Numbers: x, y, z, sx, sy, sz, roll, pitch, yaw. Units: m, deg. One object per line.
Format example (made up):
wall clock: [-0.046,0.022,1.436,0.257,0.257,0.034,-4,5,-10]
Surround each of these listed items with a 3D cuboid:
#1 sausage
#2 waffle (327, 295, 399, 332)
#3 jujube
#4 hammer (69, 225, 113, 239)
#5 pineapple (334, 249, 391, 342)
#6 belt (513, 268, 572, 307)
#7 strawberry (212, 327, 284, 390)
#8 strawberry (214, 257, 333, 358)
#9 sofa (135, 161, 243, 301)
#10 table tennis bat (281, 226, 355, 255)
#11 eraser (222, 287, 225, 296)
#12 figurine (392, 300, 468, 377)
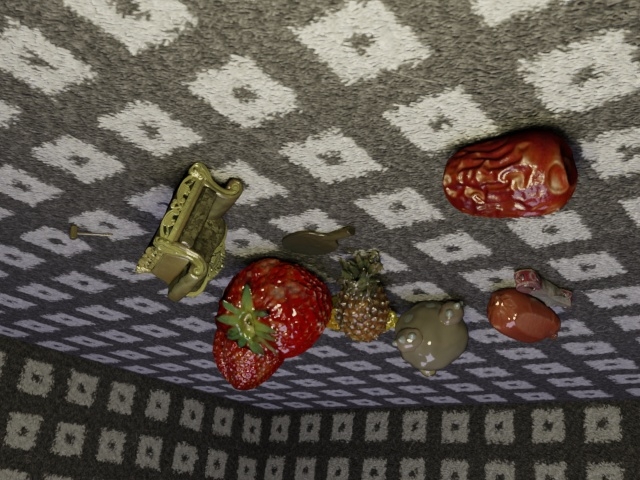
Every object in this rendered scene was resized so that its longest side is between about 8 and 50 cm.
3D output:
sausage: [0.571,0.217,1.912,0.148,0.148,0.254,-17,148,42]
waffle: [0.096,0.245,2.189,0.307,0.060,0.312,25,150,-30]
jujube: [0.336,-0.116,1.204,0.230,0.155,0.155,-1,157,37]
hammer: [-0.618,-0.019,1.813,0.110,0.035,0.019,3,159,-15]
pineapple: [0.122,0.148,1.879,0.175,0.175,0.361,5,141,2]
belt: [0.603,0.134,1.829,0.232,0.053,0.071,24,143,-36]
strawberry: [-0.232,0.370,2.293,0.239,0.288,0.250,9,179,-31]
strawberry: [-0.106,0.168,1.868,0.292,0.310,0.291,22,139,21]
sofa: [-0.262,-0.010,1.461,0.182,0.258,0.200,28,150,-14]
table tennis bat: [0.000,0.000,1.713,0.131,0.022,0.234,25,152,-36]
eraser: [-0.256,0.180,2.178,0.122,0.029,0.052,9,157,-5]
figurine: [0.350,0.325,2.122,0.248,0.203,0.380,-27,152,-4]
